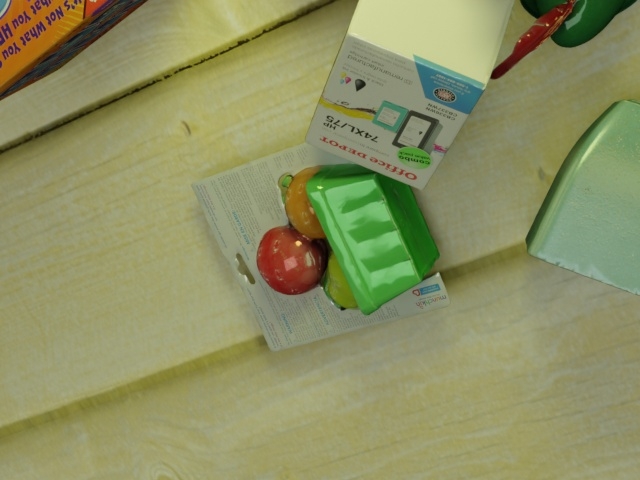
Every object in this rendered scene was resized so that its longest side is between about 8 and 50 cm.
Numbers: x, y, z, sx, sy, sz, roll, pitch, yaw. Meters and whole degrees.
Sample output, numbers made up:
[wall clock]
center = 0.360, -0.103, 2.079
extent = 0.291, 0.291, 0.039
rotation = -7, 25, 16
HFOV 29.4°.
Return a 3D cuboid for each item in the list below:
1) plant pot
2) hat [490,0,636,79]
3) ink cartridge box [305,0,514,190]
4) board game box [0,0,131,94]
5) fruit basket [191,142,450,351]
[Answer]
[plant pot]
center = 0.457, -0.064, 1.753
extent = 0.247, 0.248, 0.252
rotation = 21, 98, 7
[hat]
center = 0.359, -0.287, 1.683
extent = 0.208, 0.184, 0.173
rotation = -20, 141, 30
[ink cartridge box]
center = 0.122, -0.244, 1.717
extent = 0.198, 0.197, 0.270
rotation = 22, 150, -2
[board game box]
center = -0.444, -0.447, 1.769
extent = 0.356, 0.356, 0.356
rotation = -32, 100, 23
[fruit basket]
center = 0.000, 0.000, 1.961
extent = 0.353, 0.165, 0.327
rotation = -16, 106, 36
